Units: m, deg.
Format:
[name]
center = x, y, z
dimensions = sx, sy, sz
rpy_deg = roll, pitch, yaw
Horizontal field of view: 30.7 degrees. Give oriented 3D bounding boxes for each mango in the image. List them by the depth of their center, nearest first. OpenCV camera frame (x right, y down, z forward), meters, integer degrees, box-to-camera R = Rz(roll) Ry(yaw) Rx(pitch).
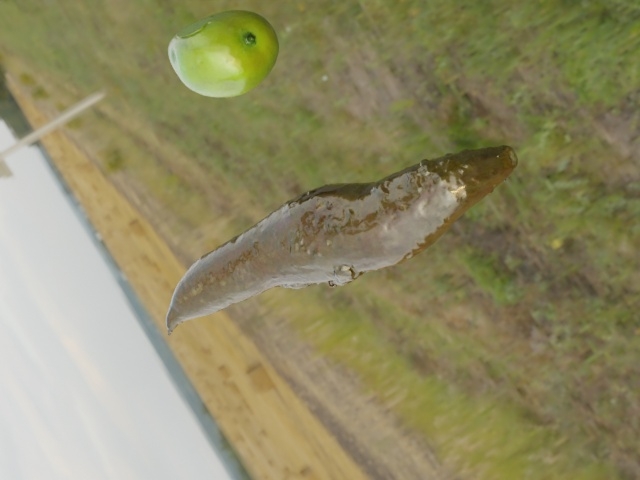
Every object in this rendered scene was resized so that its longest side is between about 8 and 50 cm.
[mango]
center = -0.070, -0.130, 0.803
dimensions = 0.108, 0.073, 0.056
rpy_deg = 23, 134, 59

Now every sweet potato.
[sweet potato]
center = 0.000, 0.000, 0.740
dimensions = 0.067, 0.274, 0.067
rpy_deg = 37, -139, -41
